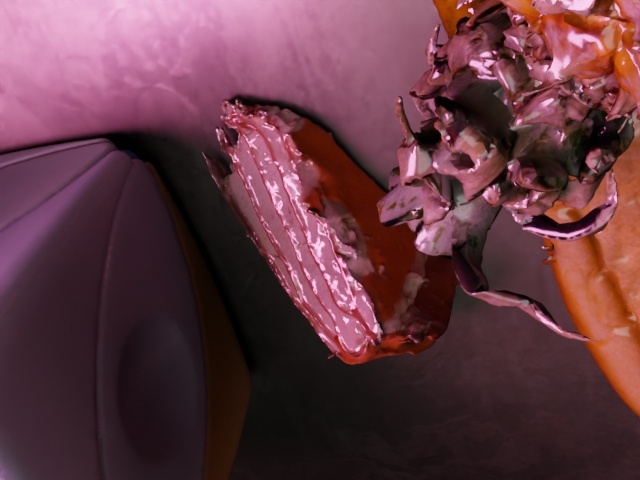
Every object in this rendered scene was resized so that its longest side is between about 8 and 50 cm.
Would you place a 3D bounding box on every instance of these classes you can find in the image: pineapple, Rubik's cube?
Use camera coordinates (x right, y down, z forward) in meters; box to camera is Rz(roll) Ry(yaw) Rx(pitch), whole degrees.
[{"bbox_3d":[0.128,-0.093,0.434,0.263,0.262,0.271,26,142,-5],"label":"pineapple"},{"bbox_3d":[-0.296,0.146,0.732,0.352,0.347,0.352,-6,124,19],"label":"Rubik's cube"}]

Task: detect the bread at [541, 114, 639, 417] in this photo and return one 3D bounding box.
[{"bbox_3d":[0.330,-0.018,0.571,0.328,0.148,0.337,-21,115,34],"label":"bread"}]

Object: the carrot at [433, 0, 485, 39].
[{"bbox_3d":[0.113,-0.175,0.550,0.082,0.082,0.173,-25,117,29],"label":"carrot"}]

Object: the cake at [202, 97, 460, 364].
[{"bbox_3d":[0.003,-0.003,0.698,0.287,0.135,0.098,44,140,-8],"label":"cake"}]
